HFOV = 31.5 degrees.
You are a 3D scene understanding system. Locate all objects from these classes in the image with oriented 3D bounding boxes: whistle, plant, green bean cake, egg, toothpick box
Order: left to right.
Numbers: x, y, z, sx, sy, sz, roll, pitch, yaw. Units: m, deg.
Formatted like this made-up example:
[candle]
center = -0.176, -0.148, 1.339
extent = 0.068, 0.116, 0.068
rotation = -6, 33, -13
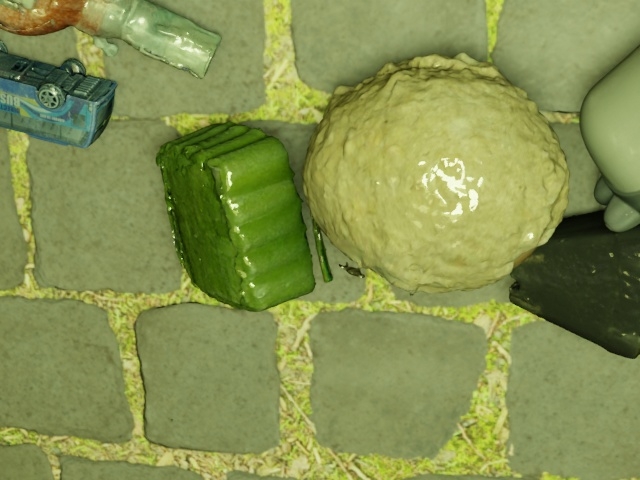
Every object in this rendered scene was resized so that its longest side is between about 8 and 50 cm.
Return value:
[whistle]
center = -0.288, -0.287, 1.346
extent = 0.346, 0.134, 0.142
rotation = 25, 106, -6
[green bean cake]
center = -0.102, -0.028, 1.356
extent = 0.113, 0.200, 0.214
rotation = -22, 109, -26
[egg]
center = 0.126, -0.072, 1.264
extent = 0.310, 0.279, 0.279
rotation = 19, 115, 24
[plant]
center = 0.350, 0.043, 1.320
extent = 0.256, 0.142, 0.164
rotation = 3, 110, 16
[toothpick box]
center = 0.415, -0.134, 1.187
extent = 0.229, 0.229, 0.316
rotation = 45, 114, -7

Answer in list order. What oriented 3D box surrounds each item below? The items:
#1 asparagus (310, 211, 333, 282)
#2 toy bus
[asparagus]
center = 0.000, 0.000, 1.450
extent = 0.015, 0.014, 0.114
rotation = -18, 111, -17
[toy bus]
center = -0.377, -0.187, 1.432
extent = 0.236, 0.079, 0.094
rotation = 15, 130, 7
